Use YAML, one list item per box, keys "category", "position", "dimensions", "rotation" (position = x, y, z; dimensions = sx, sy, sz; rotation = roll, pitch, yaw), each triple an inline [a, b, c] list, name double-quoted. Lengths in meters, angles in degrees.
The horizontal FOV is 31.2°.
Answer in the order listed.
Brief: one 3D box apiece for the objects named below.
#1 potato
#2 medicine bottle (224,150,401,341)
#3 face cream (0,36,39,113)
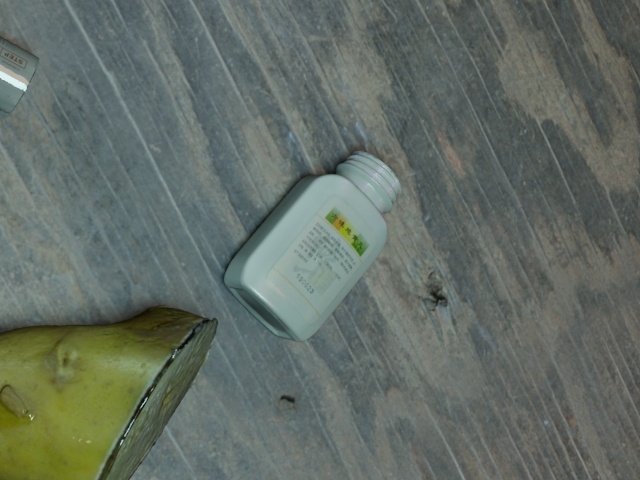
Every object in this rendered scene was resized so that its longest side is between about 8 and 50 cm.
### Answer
- category: "potato"
  position: [-0.363, 0.198, 1.679]
  dimensions: [0.296, 0.290, 0.397]
  rotation: [27, 55, 4]
- category: "medicine bottle"
  position: [0.000, 0.000, 1.916]
  dimensions: [0.179, 0.124, 0.324]
  rotation: [46, 72, -20]
- category: "face cream"
  position: [-0.527, -0.277, 1.666]
  dimensions: [0.214, 0.096, 0.096]
  rotation: [29, 77, -23]
